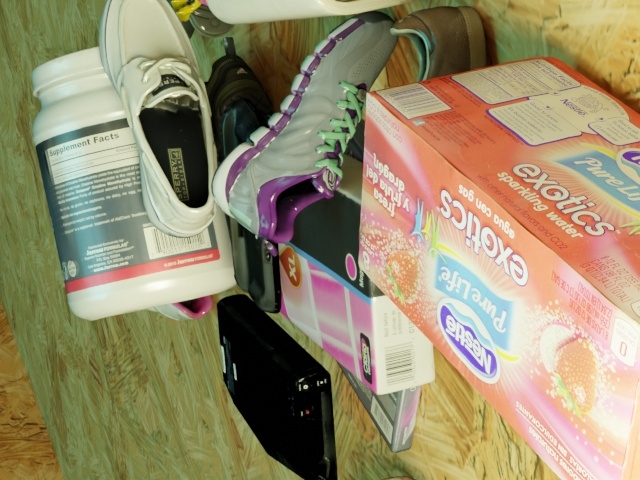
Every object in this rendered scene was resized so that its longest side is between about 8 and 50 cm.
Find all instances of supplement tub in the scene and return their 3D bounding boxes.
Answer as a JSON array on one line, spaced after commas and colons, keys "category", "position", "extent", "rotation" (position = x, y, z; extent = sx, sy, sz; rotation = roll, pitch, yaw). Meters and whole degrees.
[{"category": "supplement tub", "position": [-0.200, -0.063, 1.558], "extent": [0.191, 0.191, 0.272], "rotation": [164, 95, -70]}]

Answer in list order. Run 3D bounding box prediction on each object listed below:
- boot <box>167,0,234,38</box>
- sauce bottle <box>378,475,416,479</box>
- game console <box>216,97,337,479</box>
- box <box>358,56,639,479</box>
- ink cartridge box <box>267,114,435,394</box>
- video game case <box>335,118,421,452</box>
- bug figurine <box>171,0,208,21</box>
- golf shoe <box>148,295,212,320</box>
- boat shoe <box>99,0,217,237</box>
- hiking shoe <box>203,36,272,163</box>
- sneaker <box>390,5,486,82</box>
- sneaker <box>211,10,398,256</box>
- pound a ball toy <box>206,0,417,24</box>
[{"category": "boot", "position": [-0.153, -0.278, 1.689], "extent": [0.208, 0.076, 0.190], "rotation": [135, 135, -58]}, {"category": "sauce bottle", "position": [0.123, 0.358, 1.266], "extent": [0.344, 0.111, 0.111], "rotation": [-123, 29, -45]}, {"category": "game console", "position": [-0.050, 0.047, 1.405], "extent": [0.213, 0.044, 0.361], "rotation": [-142, 44, -58]}, {"category": "box", "position": [0.160, 0.015, 0.901], "extent": [0.300, 0.154, 0.142], "rotation": [46, 143, 47]}, {"category": "ink cartridge box", "position": [0.000, 0.000, 1.397], "extent": [0.371, 0.069, 0.176], "rotation": [-143, 45, -64]}, {"category": "video game case", "position": [0.052, 0.042, 1.400], "extent": [0.196, 0.026, 0.274], "rotation": [-123, 30, -44]}, {"category": "bug figurine", "position": [-0.157, -0.347, 1.479], "extent": [0.279, 0.072, 0.216], "rotation": [70, 180, -77]}, {"category": "golf shoe", "position": [-0.202, -0.031, 1.934], "extent": [0.140, 0.115, 0.306], "rotation": [28, 134, 51]}, {"category": "boat shoe", "position": [-0.155, -0.138, 1.430], "extent": [0.088, 0.096, 0.268], "rotation": [138, 124, -67]}, {"category": "hiking shoe", "position": [-0.113, -0.127, 1.679], "extent": [0.227, 0.086, 0.114], "rotation": [119, 144, -48]}, {"category": "sneaker", "position": [0.093, -0.086, 1.125], "extent": [0.066, 0.071, 0.188], "rotation": [159, 106, -80]}, {"category": "sneaker", "position": [0.008, -0.090, 1.258], "extent": [0.224, 0.083, 0.098], "rotation": [-51, 55, 9]}, {"category": "pound a ball toy", "position": [-0.040, -0.299, 1.291], "extent": [0.319, 0.135, 0.208], "rotation": [-163, 63, -66]}]
